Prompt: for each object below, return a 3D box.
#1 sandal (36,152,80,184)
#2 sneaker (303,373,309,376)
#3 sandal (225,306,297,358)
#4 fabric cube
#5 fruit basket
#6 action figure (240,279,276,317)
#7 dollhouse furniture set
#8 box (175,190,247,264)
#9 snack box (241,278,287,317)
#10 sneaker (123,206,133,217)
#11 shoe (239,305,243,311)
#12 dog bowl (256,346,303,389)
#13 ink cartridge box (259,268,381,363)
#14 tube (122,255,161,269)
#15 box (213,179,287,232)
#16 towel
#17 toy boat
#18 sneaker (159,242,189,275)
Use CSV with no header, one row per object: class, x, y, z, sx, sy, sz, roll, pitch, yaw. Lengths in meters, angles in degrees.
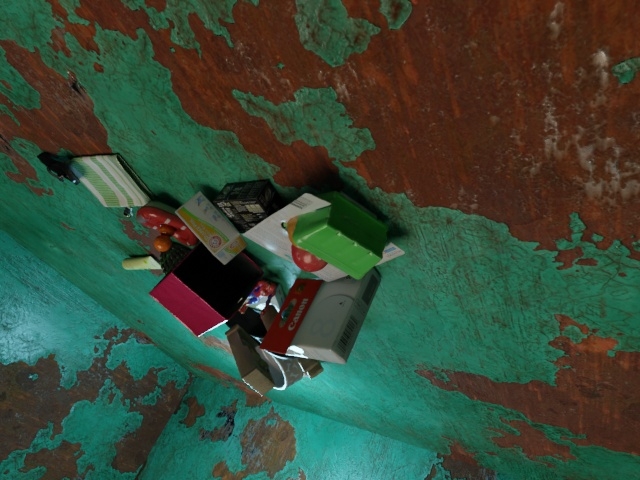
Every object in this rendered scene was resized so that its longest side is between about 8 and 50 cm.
sandal,-0.975,-0.253,1.579,0.255,0.054,0.097,23,152,33
sneaker,-0.124,0.632,2.236,0.253,0.102,0.111,26,150,1
sandal,-0.252,0.412,1.949,0.446,0.167,0.107,17,151,17
fabric cube,-0.419,0.161,1.576,0.259,0.254,0.258,45,136,-12
fruit basket,0.000,0.000,1.179,0.327,0.165,0.353,30,153,-24
action figure,-0.268,0.238,1.647,0.091,0.139,0.280,45,134,-14
dollhouse furniture set,-0.152,0.389,1.738,0.256,0.394,0.362,50,175,49
box,-0.341,-0.038,1.344,0.203,0.103,0.114,45,170,14
snack box,-0.305,0.213,1.805,0.322,0.060,0.187,14,144,19
sneaker,-0.778,-0.110,1.712,0.031,0.035,0.083,30,148,-4
shoe,-0.432,0.260,1.981,0.219,0.058,0.076,34,168,-4
dog bowl,-0.249,0.609,2.175,0.349,0.102,0.348,26,133,31
ink cartridge box,-0.026,0.222,1.384,0.385,0.308,0.091,-4,137,41
tube,-0.874,0.110,2.081,0.240,0.062,0.070,-3,178,32
box,-0.200,-0.096,1.270,0.180,0.077,0.147,0,140,36
towel,-0.768,-0.209,1.563,0.325,0.038,0.247,5,141,31
toy boat,-0.547,-0.031,1.525,0.231,0.151,0.151,26,154,-34
sneaker,-0.562,0.163,1.825,0.343,0.134,0.146,56,167,-9
